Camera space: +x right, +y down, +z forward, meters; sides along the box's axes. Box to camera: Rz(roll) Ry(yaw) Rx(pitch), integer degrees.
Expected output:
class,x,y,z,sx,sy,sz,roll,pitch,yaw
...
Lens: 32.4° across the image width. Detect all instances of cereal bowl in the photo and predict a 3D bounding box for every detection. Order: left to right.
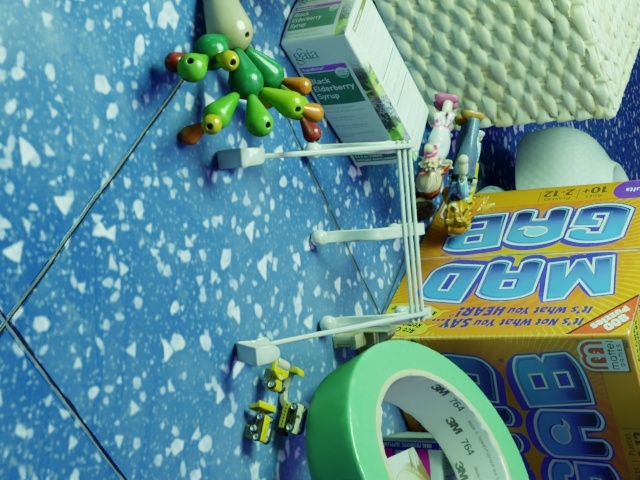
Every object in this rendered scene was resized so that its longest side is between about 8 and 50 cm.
class,x,y,z,sx,sy,sz,roll,pitch,yaw
cereal bowl,0.462,-0.043,1.902,0.339,0.141,0.339,36,46,-50

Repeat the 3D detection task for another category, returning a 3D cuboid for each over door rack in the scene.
class,x,y,z,sx,sy,sz,roll,pitch,yaw
over door rack,0.000,0.000,1.312,0.324,0.108,0.239,-9,94,-47

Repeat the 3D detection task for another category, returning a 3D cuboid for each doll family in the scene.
class,x,y,z,sx,sy,sz,roll,pitch,yaw
doll family,0.196,-0.092,1.565,0.263,0.118,0.163,72,30,-78

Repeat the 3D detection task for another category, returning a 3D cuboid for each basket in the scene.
class,x,y,z,sx,sy,sz,roll,pitch,yaw
basket,0.284,-0.368,1.620,0.331,0.328,0.266,62,39,-38

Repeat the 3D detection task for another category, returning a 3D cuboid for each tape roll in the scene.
class,x,y,z,sx,sy,sz,roll,pitch,yaw
tape roll,0.125,0.276,1.305,0.321,0.077,0.321,32,39,-30

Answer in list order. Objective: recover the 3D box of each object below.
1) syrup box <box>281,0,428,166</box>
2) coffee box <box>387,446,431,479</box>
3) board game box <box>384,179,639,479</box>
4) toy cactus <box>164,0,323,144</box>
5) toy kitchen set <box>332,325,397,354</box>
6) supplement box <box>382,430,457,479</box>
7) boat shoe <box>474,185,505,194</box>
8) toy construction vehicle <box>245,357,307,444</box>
class,x,y,z,sx,sy,sz,roll,pitch,yaw
syrup box,0.049,-0.207,1.415,0.237,0.093,0.096,54,43,-44
coffee box,0.109,0.394,1.349,0.141,0.098,0.246,-2,61,-60
board game box,0.345,0.162,1.634,0.356,0.356,0.356,-58,135,-46
toy cactus,-0.090,-0.183,1.175,0.219,0.112,0.180,3,62,-48
toy kitchen set,0.068,0.150,1.434,0.083,0.068,0.075,-14,99,-60
supplement box,0.139,0.376,1.492,0.114,0.111,0.220,5,82,-60
boat shoe,0.291,0.023,1.858,0.076,0.083,0.226,-15,89,-48
toy construction vehicle,-0.052,0.186,1.256,0.086,0.035,0.098,29,67,-52
